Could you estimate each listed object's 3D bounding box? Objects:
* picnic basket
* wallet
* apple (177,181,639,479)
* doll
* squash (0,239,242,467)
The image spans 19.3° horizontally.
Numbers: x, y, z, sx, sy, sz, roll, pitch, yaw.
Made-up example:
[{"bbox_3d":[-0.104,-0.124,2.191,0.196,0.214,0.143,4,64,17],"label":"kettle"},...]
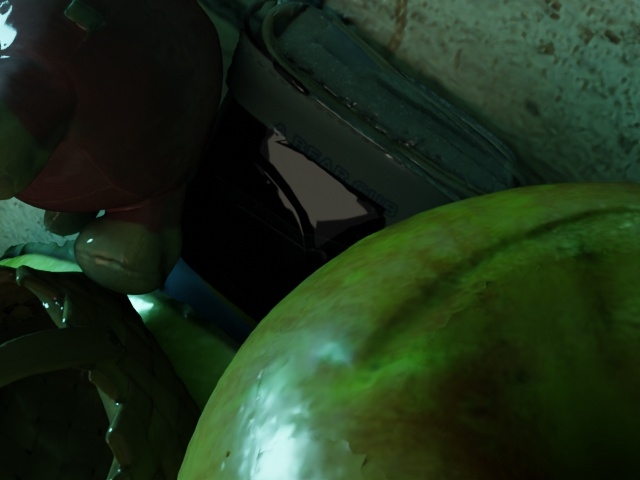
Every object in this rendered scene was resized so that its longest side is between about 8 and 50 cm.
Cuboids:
[{"bbox_3d":[-0.144,0.080,0.854,0.128,0.178,0.138,-44,68,25],"label":"picnic basket"},{"bbox_3d":[0.000,0.000,0.915,0.170,0.069,0.231,40,147,6],"label":"wallet"},{"bbox_3d":[0.100,0.150,0.749,0.339,0.339,0.339,25,145,19],"label":"apple"},{"bbox_3d":[-0.167,-0.087,0.880,0.256,0.152,0.196,34,143,32],"label":"doll"},{"bbox_3d":[-0.084,0.096,1.052,0.309,0.210,0.233,-29,111,39],"label":"squash"}]
